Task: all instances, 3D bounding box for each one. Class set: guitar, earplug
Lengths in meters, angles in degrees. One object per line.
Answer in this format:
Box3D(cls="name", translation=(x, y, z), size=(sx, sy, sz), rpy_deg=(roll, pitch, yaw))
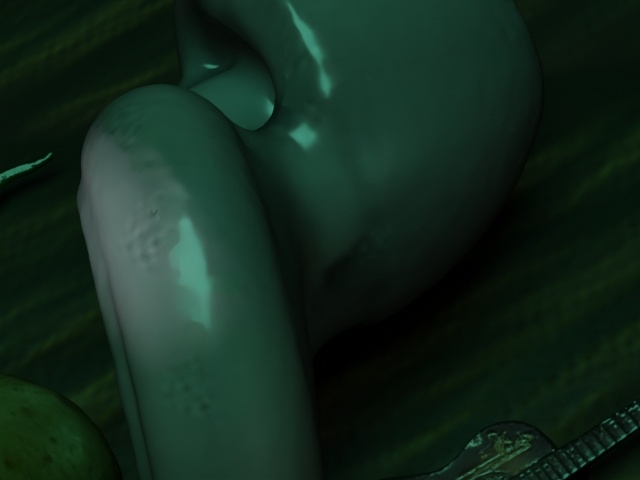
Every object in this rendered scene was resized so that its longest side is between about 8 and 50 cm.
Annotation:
Box3D(cls="guitar", translation=(0.106, 0.096, 0.758), size=(0.233, 0.025, 0.088), rpy_deg=(-32, 55, -11))
Box3D(cls="earplug", translation=(-0.012, -0.002, 0.748), size=(0.175, 0.214, 0.325), rpy_deg=(11, 51, 11))

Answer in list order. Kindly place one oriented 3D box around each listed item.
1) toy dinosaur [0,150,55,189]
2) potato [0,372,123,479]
Box3D(cls="toy dinosaur", translation=(-0.185, -0.010, 0.906), size=(0.120, 0.029, 0.060), rpy_deg=(-23, 69, -10))
Box3D(cls="potato", translation=(-0.209, 0.163, 0.681), size=(0.307, 0.210, 0.173), rpy_deg=(-39, 62, -23))
